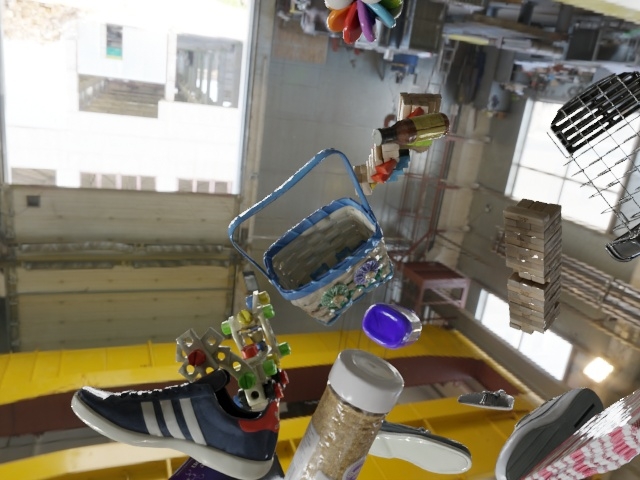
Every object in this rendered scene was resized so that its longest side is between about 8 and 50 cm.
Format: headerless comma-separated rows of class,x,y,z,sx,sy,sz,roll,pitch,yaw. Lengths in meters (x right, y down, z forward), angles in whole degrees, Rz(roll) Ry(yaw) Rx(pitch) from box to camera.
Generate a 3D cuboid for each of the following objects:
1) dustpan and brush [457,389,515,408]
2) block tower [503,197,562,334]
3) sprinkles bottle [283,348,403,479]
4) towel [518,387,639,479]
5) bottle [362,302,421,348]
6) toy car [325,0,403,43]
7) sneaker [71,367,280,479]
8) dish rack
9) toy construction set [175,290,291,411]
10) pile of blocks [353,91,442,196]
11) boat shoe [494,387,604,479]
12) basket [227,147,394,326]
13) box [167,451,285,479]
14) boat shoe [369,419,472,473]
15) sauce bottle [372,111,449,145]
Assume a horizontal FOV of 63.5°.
dustpan and brush,0.495,0.450,1.479,0.147,0.060,0.211,-5,158,34
block tower,0.484,0.062,1.174,0.091,0.335,0.097,19,-133,42
sprinkles bottle,0.021,0.368,0.904,0.121,0.355,0.121,21,-167,-5
towel,0.257,0.163,0.442,0.144,0.197,0.029,-24,-120,-26
bottle,0.194,0.214,1.308,0.118,0.092,0.283,30,-177,23
toy car,0.097,-0.515,1.166,0.182,0.136,0.159,1,179,23
sneaker,-0.234,0.277,0.880,0.350,0.148,0.131,17,172,-2
dish rack,0.498,-0.128,0.832,0.208,0.271,0.074,-32,173,-7
toy construction set,-0.154,0.228,1.066,0.151,0.215,0.328,-19,178,17
pile of blocks,0.207,-0.223,1.378,0.149,0.362,0.112,19,-137,-16
boat shoe,0.309,0.283,0.718,0.226,0.083,0.076,-18,165,-32
basket,0.000,0.000,0.986,0.255,0.289,0.201,-38,-149,-2
box,-0.226,0.539,1.079,0.184,0.103,0.261,8,-147,36
boat shoe,0.240,0.509,1.331,0.319,0.116,0.099,-4,-153,37
sauce bottle,0.140,-0.171,0.803,0.128,0.042,0.042,-13,-155,-25
